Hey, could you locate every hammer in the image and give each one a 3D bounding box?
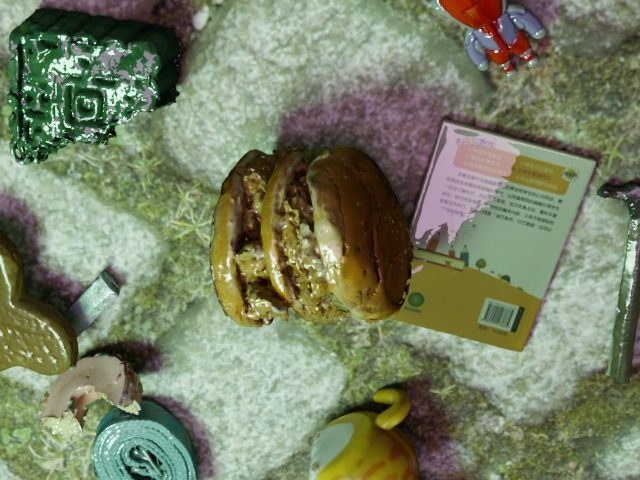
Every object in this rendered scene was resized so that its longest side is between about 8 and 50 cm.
[{"bbox_3d":[0.419,0.063,1.293,0.125,0.027,0.297,5,112,8],"label":"hammer"}]

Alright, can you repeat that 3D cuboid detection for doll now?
[{"bbox_3d":[0.187,-0.291,1.142,0.102,0.075,0.227,-29,116,26],"label":"doll"},{"bbox_3d":[0.082,0.369,1.382,0.162,0.166,0.269,-13,113,13],"label":"doll"}]

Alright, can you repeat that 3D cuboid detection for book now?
[{"bbox_3d":[0.220,0.000,1.289,0.208,0.020,0.295,16,113,-1],"label":"book"}]

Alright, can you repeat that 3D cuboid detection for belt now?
[{"bbox_3d":[-0.263,0.321,1.434,0.148,0.082,0.162,-9,108,-2],"label":"belt"}]

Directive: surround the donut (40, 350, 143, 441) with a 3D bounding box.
[{"bbox_3d":[-0.325,0.218,1.388,0.166,0.117,0.065,-15,139,21],"label":"donut"}]

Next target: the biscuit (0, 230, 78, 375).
[{"bbox_3d":[-0.567,0.123,1.387,0.432,0.064,0.283,-22,109,23],"label":"biscuit"}]

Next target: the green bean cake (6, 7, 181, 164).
[{"bbox_3d":[-0.287,-0.184,1.217,0.209,0.107,0.193,8,112,1],"label":"green bean cake"}]

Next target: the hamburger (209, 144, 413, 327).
[{"bbox_3d":[-0.007,-0.006,1.207,0.211,0.260,0.245,-6,68,24],"label":"hamburger"}]

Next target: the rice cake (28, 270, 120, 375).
[{"bbox_3d":[-0.365,0.125,1.388,0.043,0.034,0.211,44,110,-8],"label":"rice cake"}]
